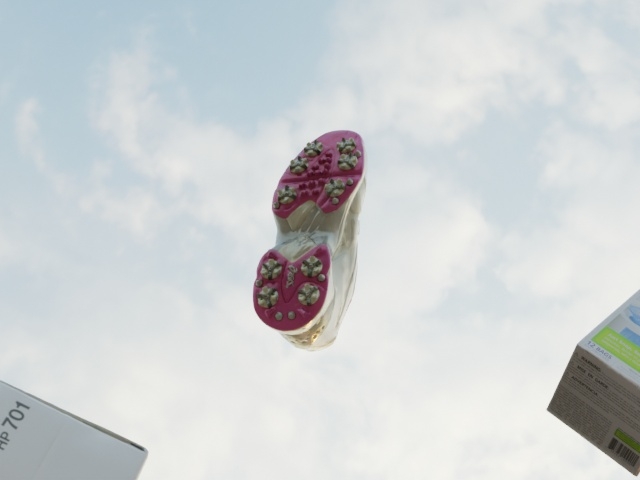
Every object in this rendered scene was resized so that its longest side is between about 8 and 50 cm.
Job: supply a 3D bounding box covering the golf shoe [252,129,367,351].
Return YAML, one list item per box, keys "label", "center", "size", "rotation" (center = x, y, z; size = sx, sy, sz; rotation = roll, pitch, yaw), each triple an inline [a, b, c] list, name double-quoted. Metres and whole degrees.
- label: "golf shoe"
  center: [0.000, 0.000, 1.143]
  size: [0.115, 0.306, 0.140]
  rotation: [4, -31, 24]

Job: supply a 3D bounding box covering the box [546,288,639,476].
- label: "box"
  center: [0.347, 0.128, 0.932]
  size: [0.114, 0.203, 0.103]
  rotation: [37, -44, 28]

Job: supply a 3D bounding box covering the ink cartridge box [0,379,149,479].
- label: "ink cartridge box"
  center: [-0.157, 0.172, 0.378]
  size: [0.082, 0.139, 0.190]
  rotation: [28, -50, -7]
